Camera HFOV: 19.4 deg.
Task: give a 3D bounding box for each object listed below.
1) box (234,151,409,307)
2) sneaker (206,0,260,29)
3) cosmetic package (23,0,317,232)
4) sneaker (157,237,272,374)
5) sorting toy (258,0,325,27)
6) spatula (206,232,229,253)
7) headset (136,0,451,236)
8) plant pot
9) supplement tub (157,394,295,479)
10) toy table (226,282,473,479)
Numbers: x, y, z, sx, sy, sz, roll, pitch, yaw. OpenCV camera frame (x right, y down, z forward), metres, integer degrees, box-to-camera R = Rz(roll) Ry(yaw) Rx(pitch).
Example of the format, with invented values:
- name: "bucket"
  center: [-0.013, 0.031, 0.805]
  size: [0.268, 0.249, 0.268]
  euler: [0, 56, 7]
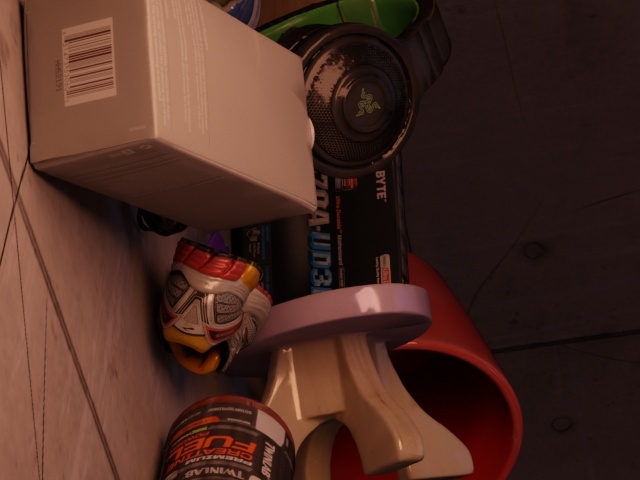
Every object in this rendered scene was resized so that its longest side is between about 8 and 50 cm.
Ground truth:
- name: "box"
  center: [0.000, 0.000, 1.933]
  size: [0.051, 0.175, 0.220]
  euler: [61, 24, -60]
- name: "sneaker"
  center: [-0.098, -0.314, 1.943]
  size: [0.081, 0.080, 0.211]
  euler: [53, 28, -83]
- name: "cosmetic package"
  center: [-0.098, -0.091, 1.302]
  size: [0.238, 0.107, 0.127]
  euler: [29, 53, -63]
- name: "sneaker"
  center: [-0.098, 0.065, 1.548]
  size: [0.225, 0.088, 0.093]
  euler: [71, 38, -76]
- name: "sorting toy"
  center: [-0.048, -0.250, 2.063]
  size: [0.046, 0.132, 0.274]
  euler: [53, 29, -80]
- name: "spatula"
  center: [-0.098, -0.018, 1.784]
  size: [0.296, 0.030, 0.084]
  euler: [-90, 168, -51]
- name: "headset"
  center: [-0.049, -0.135, 1.591]
  size: [0.394, 0.243, 0.185]
  euler: [-51, 126, -47]
- name: "plant pot"
  center: [0.066, 0.150, 2.056]
  size: [0.243, 0.275, 0.275]
  euler: [-101, 179, -55]
- name: "supplement tub"
  center: [-0.074, 0.205, 1.390]
  size: [0.198, 0.106, 0.106]
  euler: [-86, 166, -64]
- name: "toy table"
  center: [0.013, 0.147, 1.709]
  size: [0.274, 0.252, 0.161]
  euler: [130, -46, -69]
